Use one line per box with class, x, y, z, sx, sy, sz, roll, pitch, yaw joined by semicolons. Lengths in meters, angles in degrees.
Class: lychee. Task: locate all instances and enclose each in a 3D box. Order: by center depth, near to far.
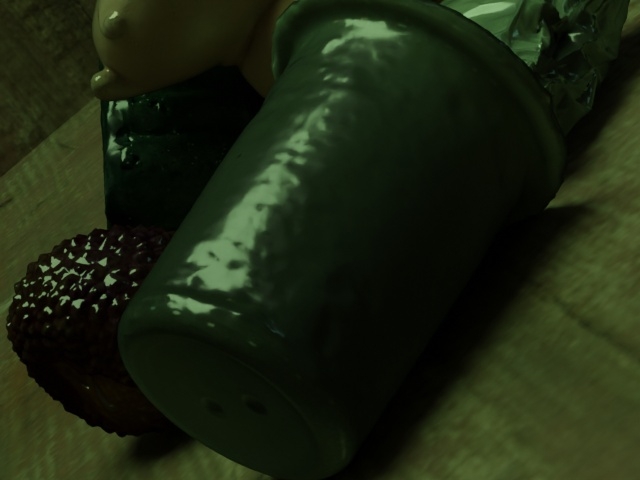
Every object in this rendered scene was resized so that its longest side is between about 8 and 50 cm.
lychee;-0.154;0.065;1.387;0.188;0.188;0.188;-37;16;12

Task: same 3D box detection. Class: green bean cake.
green bean cake;-0.146;-0.096;1.725;0.308;0.169;0.300;103;163;-59

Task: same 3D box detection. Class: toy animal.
toy animal;-0.018;-0.219;1.505;0.345;0.247;0.277;-36;-2;-36

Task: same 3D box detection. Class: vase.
vase;0.000;0.000;1.143;0.245;0.245;0.291;-17;32;55

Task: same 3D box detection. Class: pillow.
pillow;0.129;-0.142;1.385;0.310;0.138;0.283;-27;18;46

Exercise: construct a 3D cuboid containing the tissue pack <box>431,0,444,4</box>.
tissue pack;0.148;-0.401;1.779;0.228;0.293;0.382;-32;17;5
